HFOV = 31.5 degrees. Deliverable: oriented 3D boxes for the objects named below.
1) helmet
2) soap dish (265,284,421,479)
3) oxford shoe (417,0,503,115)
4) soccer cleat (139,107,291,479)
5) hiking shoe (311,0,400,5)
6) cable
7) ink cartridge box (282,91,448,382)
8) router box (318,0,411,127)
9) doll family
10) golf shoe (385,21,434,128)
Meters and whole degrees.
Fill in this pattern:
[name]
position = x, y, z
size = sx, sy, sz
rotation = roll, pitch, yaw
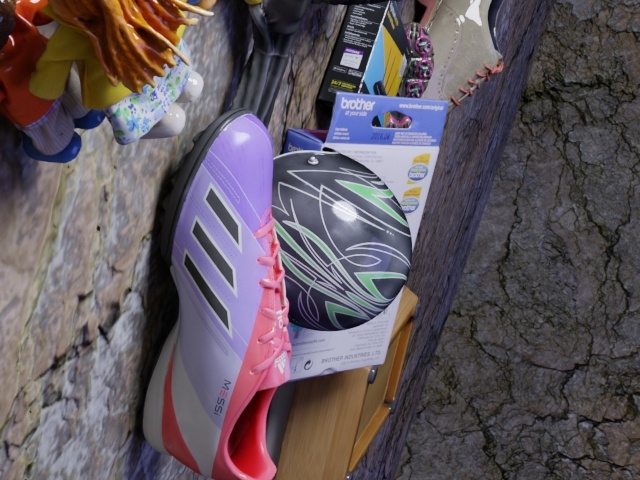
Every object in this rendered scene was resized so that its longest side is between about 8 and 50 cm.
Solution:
[helmet]
position = 0.000, 0.000, 1.014
size = 0.161, 0.169, 0.169
rotation = -47, 152, -78
[soap dish]
position = 0.032, 0.182, 1.490
size = 0.291, 0.118, 0.229
rotation = -43, 148, -63
[oxford shoe]
position = 0.174, -0.228, 1.524
size = 0.123, 0.130, 0.348
rotation = -14, 120, -75
[soccer cleat]
position = -0.064, 0.052, 0.899
size = 0.109, 0.116, 0.318
rotation = -26, 134, -52
[hiking shoe]
position = 0.063, -0.269, 1.049
size = 0.227, 0.114, 0.086
rotation = -59, 162, -46
[cable]
position = -0.048, -0.181, 0.895
size = 0.139, 0.072, 0.287
rotation = -72, -177, -48
[ink cartridge box]
position = 0.024, -0.008, 1.187
size = 0.186, 0.065, 0.311
rotation = -3, 115, -46
[router box]
position = 0.052, -0.187, 1.261
size = 0.179, 0.046, 0.133
rotation = 42, 65, -76
[doll family]
position = -0.087, -0.153, 0.567
size = 0.163, 0.118, 0.263
rotation = 68, 41, -69
[golf shoe]
position = 0.095, -0.188, 1.430
size = 0.086, 0.067, 0.186
rotation = -111, -152, -63
